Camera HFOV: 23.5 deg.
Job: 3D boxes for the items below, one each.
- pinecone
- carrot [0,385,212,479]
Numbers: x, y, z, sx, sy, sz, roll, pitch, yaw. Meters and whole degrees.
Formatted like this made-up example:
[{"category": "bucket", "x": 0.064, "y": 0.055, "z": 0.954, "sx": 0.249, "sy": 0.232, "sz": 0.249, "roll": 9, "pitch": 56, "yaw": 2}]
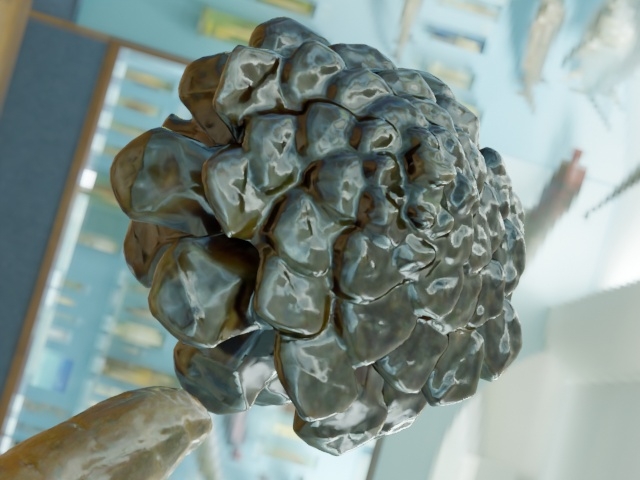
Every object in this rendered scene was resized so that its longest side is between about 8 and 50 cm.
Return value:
[{"category": "pinecone", "x": -0.001, "y": 0.000, "z": 0.775, "sx": 0.202, "sy": 0.229, "sz": 0.201, "roll": -59, "pitch": -151, "yaw": -2}, {"category": "carrot", "x": -0.100, "y": 0.086, "z": 0.343, "sx": 0.191, "sy": 0.047, "sz": 0.047, "roll": -38, "pitch": 165, "yaw": -27}]
